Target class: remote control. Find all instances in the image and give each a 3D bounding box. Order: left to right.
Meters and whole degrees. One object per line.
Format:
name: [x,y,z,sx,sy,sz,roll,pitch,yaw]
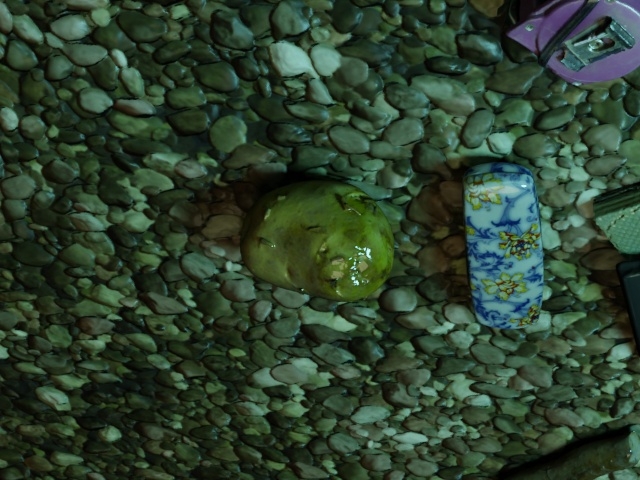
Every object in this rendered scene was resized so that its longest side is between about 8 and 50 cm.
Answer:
remote control: [0.379,0.083,1.684,0.063,0.025,0.245,-10,149,15]

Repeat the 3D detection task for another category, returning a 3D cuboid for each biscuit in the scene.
biscuit: [0.402,-0.027,1.569,0.199,0.041,0.121,-20,133,31]

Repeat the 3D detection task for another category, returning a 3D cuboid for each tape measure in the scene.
tape measure: [0.243,-0.198,1.366,0.118,0.074,0.125,33,136,-28]

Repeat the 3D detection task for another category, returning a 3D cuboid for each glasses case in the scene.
glasses case: [0.201,0.010,1.626,0.086,0.065,0.248,2,139,10]

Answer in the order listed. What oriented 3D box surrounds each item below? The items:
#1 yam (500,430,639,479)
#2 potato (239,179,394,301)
yam: [0.326,0.309,1.968,0.241,0.057,0.057,-30,127,35]
potato: [0.000,0.000,1.610,0.175,0.137,0.137,18,144,23]
